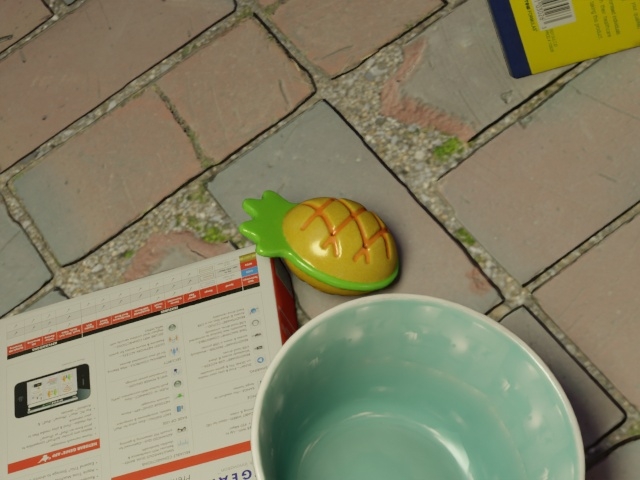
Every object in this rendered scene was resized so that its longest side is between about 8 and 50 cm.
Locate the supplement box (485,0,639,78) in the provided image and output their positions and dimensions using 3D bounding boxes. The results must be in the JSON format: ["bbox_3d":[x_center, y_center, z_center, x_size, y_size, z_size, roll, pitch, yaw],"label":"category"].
[{"bbox_3d":[0.357,-0.358,1.764,0.357,0.195,0.194,-14,54,12],"label":"supplement box"}]

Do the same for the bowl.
[{"bbox_3d":[0.074,0.222,1.451,0.312,0.163,0.311,6,59,-10],"label":"bowl"}]

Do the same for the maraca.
[{"bbox_3d":[0.000,0.000,1.686,0.186,0.099,0.127,18,36,-11],"label":"maraca"}]

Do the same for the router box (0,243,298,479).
[{"bbox_3d":[-0.184,0.184,1.663,0.335,0.082,0.301,-16,53,10],"label":"router box"}]
